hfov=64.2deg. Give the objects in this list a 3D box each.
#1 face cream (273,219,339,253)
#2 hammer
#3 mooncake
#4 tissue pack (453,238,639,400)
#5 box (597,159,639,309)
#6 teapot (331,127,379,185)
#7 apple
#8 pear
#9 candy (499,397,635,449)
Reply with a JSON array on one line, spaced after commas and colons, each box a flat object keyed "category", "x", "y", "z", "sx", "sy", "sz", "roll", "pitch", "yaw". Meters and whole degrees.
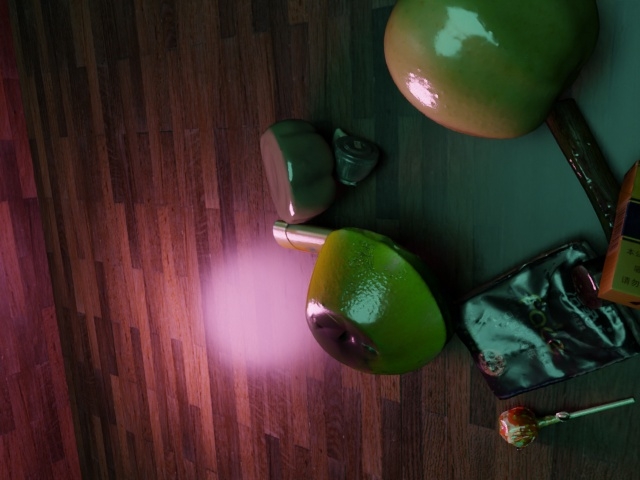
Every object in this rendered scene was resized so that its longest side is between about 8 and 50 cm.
[{"category": "face cream", "x": 0.000, "y": 0.000, "z": 1.338, "sx": 0.285, "sy": 0.139, "sz": 0.067, "roll": 11, "pitch": 74, "yaw": 33}, {"category": "hammer", "x": 0.528, "y": -0.089, "z": 0.946, "sx": 0.243, "sy": 0.095, "sz": 0.408, "roll": -20, "pitch": 72, "yaw": 2}, {"category": "mooncake", "x": -0.058, "y": -0.173, "z": 1.285, "sx": 0.275, "sy": 0.135, "sz": 0.274, "roll": 165, "pitch": 90, "yaw": -71}, {"category": "tissue pack", "x": 0.452, "y": 0.170, "z": 1.061, "sx": 0.332, "sy": 0.123, "sz": 0.245, "roll": -35, "pitch": 80, "yaw": 35}, {"category": "box", "x": 0.563, "y": 0.000, "z": 0.832, "sx": 0.152, "sy": 0.070, "sz": 0.237, "roll": 18, "pitch": 77, "yaw": 14}, {"category": "teapot", "x": 0.064, "y": -0.198, "z": 1.258, "sx": 0.149, "sy": 0.111, "sz": 0.108, "roll": 33, "pitch": 130, "yaw": 19}, {"category": "apple", "x": 0.302, "y": -0.360, "z": 0.915, "sx": 0.357, "sy": 0.357, "sz": 0.357, "roll": 9, "pitch": 106, "yaw": 33}, {"category": "pear", "x": 0.100, "y": 0.177, "z": 1.184, "sx": 0.399, "sy": 0.165, "sz": 0.398, "roll": 30, "pitch": 144, "yaw": 25}, {"category": "candy", "x": 0.527, "y": 0.385, "z": 1.104, "sx": 0.288, "sy": 0.078, "sz": 0.084, "roll": -26, "pitch": 82, "yaw": 29}]
